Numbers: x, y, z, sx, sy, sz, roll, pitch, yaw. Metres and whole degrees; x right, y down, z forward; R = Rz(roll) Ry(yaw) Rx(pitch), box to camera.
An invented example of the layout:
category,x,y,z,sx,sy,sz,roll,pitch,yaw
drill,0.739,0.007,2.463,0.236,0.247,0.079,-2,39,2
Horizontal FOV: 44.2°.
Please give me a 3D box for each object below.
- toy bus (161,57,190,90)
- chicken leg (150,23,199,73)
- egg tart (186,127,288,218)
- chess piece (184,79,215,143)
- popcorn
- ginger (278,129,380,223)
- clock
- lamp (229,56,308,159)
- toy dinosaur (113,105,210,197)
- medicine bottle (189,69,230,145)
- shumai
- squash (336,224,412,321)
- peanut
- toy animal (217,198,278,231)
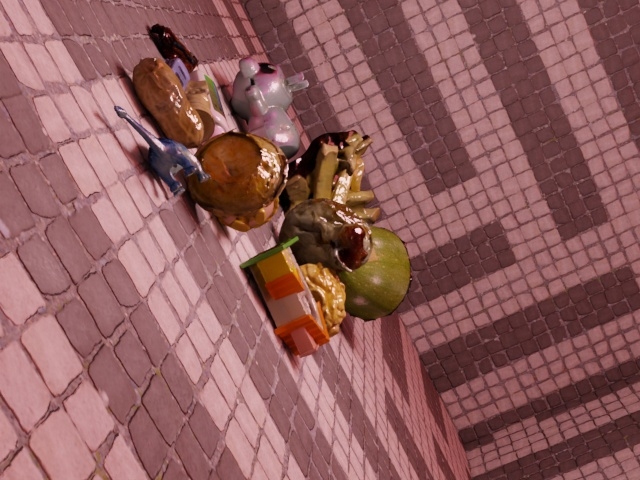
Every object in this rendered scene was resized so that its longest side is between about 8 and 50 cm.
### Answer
category,x,y,z,sx,sy,sz,roll,pitch,yaw
toy bus,-0.327,-0.344,1.695,0.167,0.076,0.073,-97,160,-63
chicken leg,-0.352,-0.468,1.979,0.105,0.051,0.253,61,5,10
egg tart,-0.174,-0.144,1.598,0.090,0.213,0.212,73,-4,-66
chess piece,-0.290,-0.304,1.768,0.090,0.090,0.200,57,10,-40
popcorn,-0.002,0.155,2.019,0.163,0.140,0.194,27,41,-67
ginger,0.062,-0.163,2.465,0.211,0.358,0.413,47,8,20
clock,-0.063,0.132,1.819,0.255,0.106,0.220,65,9,-3
lamp,-0.145,-0.402,2.385,0.247,0.248,0.301,31,42,-69
toy dinosaur,-0.275,-0.143,1.456,0.144,0.076,0.329,52,4,16
medicine bottle,-0.270,-0.299,1.886,0.115,0.078,0.219,57,12,-55
shumai,0.000,0.000,2.100,0.204,0.272,0.222,-23,107,-71
squash,0.079,0.080,2.403,0.309,0.310,0.310,19,44,-53
peanut,-0.307,-0.271,1.591,0.099,0.100,0.214,-104,172,-50
toy animal,-0.166,-0.104,1.743,0.156,0.156,0.229,58,13,-36
